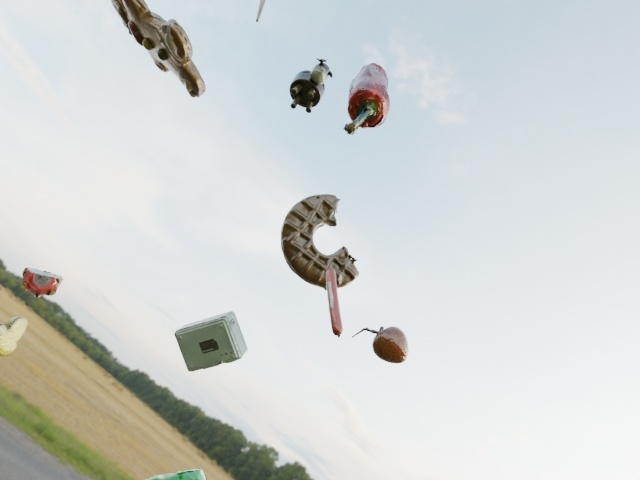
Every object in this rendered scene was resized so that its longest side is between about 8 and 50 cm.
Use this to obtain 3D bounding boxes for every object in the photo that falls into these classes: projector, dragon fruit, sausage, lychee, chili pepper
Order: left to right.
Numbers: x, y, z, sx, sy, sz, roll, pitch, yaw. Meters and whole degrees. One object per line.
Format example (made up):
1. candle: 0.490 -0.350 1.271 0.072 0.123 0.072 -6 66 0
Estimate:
1. dragon fruit: -0.645 0.100 0.993 0.083 0.060 0.056 22 0 -25
2. projector: -0.450 0.419 1.774 0.256 0.099 0.192 -18 -84 14
3. sausage: 0.037 0.169 1.244 0.034 0.253 0.034 -3 -45 -3
4. chili pepper: 0.126 -0.372 1.103 0.110 0.388 0.110 6 -51 7
5. lychee: 0.188 0.288 1.229 0.140 0.114 0.101 50 -20 1

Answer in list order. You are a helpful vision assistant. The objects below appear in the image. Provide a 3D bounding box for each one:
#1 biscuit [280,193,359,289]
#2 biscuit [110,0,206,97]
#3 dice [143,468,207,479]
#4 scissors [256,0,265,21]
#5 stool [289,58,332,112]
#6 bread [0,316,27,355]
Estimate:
1. biscuit: -0.014 0.013 1.609 0.115 0.268 0.366 141 -67 -71
2. biscuit: -0.501 -0.593 1.271 0.432 0.064 0.283 42 -17 20
3. dice: -0.372 0.690 0.937 0.287 0.297 0.300 112 -35 -53
4. scissors: -0.123 -0.576 0.984 0.100 0.189 0.015 7 -15 24
5. stool: -0.037 -0.562 1.583 0.125 0.121 0.217 35 -42 -20
6. bread: -1.137 0.330 1.556 0.065 0.149 0.188 22 -29 2
